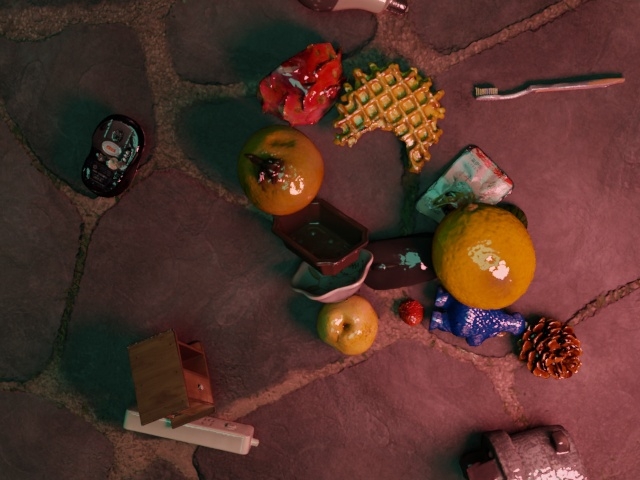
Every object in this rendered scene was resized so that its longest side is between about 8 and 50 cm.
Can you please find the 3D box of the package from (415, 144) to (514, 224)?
[{"bbox_3d":[0.378,-0.121,1.634,0.232,0.040,0.166,-43,89,8],"label":"package"}]

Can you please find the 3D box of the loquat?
[{"bbox_3d":[-0.105,-0.178,1.576,0.244,0.244,0.244,1,96,6],"label":"loquat"}]

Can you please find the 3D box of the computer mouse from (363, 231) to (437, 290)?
[{"bbox_3d":[0.225,0.054,1.646,0.269,0.086,0.137,-10,95,8],"label":"computer mouse"}]

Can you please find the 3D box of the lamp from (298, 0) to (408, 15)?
[{"bbox_3d":[0.072,-0.668,1.558,0.314,0.182,0.182,-1,96,-15],"label":"lamp"}]

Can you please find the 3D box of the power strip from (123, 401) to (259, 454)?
[{"bbox_3d":[-0.360,0.530,1.752,0.385,0.091,0.062,10,94,4],"label":"power strip"}]

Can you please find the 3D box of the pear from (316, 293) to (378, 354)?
[{"bbox_3d":[0.071,0.224,1.638,0.178,0.178,0.178,1,96,6],"label":"pear"}]

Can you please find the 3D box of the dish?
[{"bbox_3d":[0.040,0.105,1.623,0.229,0.229,0.081,-17,119,7],"label":"dish"}]

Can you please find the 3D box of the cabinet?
[{"bbox_3d":[-0.391,0.373,1.656,0.148,0.175,0.215,-21,66,8],"label":"cabinet"}]

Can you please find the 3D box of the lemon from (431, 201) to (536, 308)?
[{"bbox_3d":[0.397,0.038,1.519,0.267,0.267,0.267,1,96,6],"label":"lemon"}]

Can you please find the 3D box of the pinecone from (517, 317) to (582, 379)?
[{"bbox_3d":[0.597,0.285,1.595,0.173,0.173,0.173,1,96,6],"label":"pinecone"}]

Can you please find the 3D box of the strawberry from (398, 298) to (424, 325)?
[{"bbox_3d":[0.247,0.197,1.662,0.073,0.083,0.073,0,102,-1],"label":"strawberry"}]

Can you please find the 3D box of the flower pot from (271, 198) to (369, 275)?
[{"bbox_3d":[0.000,0.000,1.605,0.179,0.084,0.251,-32,48,-27],"label":"flower pot"}]

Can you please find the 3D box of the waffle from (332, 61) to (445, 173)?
[{"bbox_3d":[0.186,-0.329,1.596,0.293,0.069,0.260,16,96,-8],"label":"waffle"}]

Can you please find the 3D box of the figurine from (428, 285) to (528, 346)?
[{"bbox_3d":[0.416,0.200,1.624,0.262,0.121,0.164,-2,92,4],"label":"figurine"}]

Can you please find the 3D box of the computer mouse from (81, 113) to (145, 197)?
[{"bbox_3d":[-0.559,-0.231,1.688,0.137,0.096,0.233,33,102,6],"label":"computer mouse"}]

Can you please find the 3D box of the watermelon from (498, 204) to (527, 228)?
[{"bbox_3d":[0.490,-0.042,1.619,0.105,0.062,0.105,1,94,10],"label":"watermelon"}]

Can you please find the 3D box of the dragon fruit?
[{"bbox_3d":[-0.035,-0.392,1.601,0.274,0.126,0.161,-33,92,9],"label":"dragon fruit"}]

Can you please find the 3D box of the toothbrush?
[{"bbox_3d":[0.587,-0.391,1.589,0.375,0.028,0.037,-4,88,6],"label":"toothbrush"}]

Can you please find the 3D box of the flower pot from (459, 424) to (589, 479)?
[{"bbox_3d":[0.516,0.622,1.571,0.283,0.299,0.299,-12,95,3],"label":"flower pot"}]
